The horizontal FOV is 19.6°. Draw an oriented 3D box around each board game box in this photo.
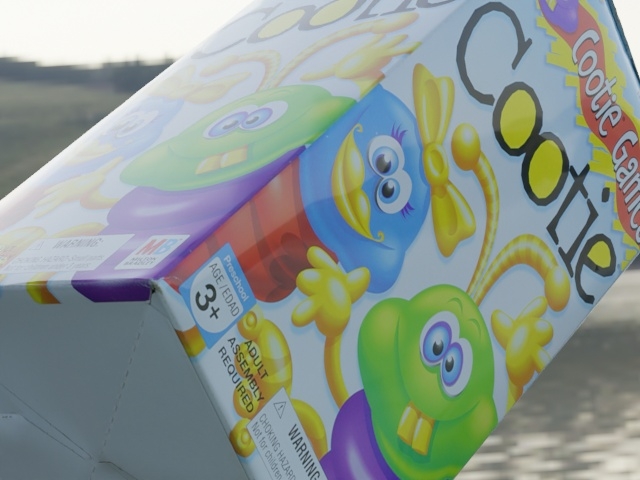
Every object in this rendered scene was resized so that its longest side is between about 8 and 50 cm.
[{"bbox_3d":[0.000,0.000,0.701,0.144,0.142,0.275,-3,30,41],"label":"board game box"}]
